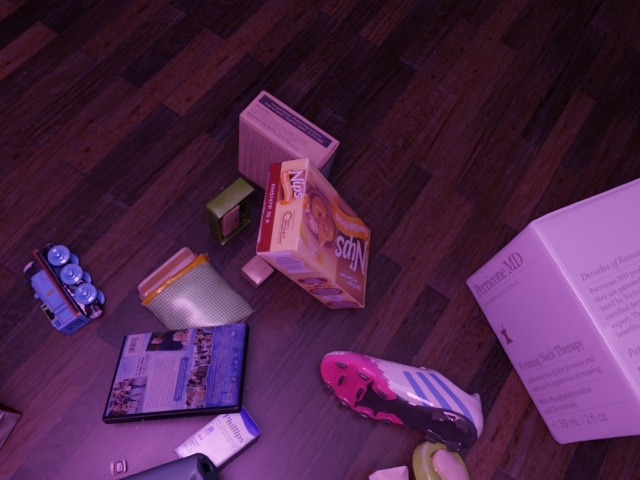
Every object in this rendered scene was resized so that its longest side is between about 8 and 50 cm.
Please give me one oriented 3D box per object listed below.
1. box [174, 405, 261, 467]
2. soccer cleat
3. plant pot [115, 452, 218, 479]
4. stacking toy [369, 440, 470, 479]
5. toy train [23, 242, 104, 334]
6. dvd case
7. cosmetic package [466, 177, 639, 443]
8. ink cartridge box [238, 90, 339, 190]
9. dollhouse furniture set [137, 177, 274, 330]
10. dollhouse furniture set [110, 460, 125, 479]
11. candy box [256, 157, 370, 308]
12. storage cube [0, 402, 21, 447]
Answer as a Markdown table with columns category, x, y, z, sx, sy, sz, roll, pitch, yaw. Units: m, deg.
| category | x | y | z | sx | sy | sz | roll | pitch | yaw |
| --- | --- | --- | --- | --- | --- | --- | --- | --- | --- |
| box | -0.183 | 0.367 | 1.041 | 0.137 | 0.126 | 0.072 | -34 | 75 | -21 |
| soccer cleat | 0.162 | 0.298 | 1.148 | 0.331 | 0.116 | 0.143 | 24 | 30 | 13 |
| plant pot | -0.282 | 0.492 | 0.822 | 0.334 | 0.341 | 0.341 | -22 | 72 | -6 |
| stacking toy | 0.254 | 0.471 | 0.991 | 0.309 | 0.130 | 0.279 | 1 | 54 | -49 |
| toy train | -0.506 | 0.092 | 1.131 | 0.105 | 0.080 | 0.184 | -37 | 78 | -15 |
| dvd case | -0.261 | 0.242 | 1.065 | 0.253 | 0.022 | 0.180 | -7 | 47 | 7 |
| cosmetic package | 0.570 | 0.142 | 1.146 | 0.328 | 0.329 | 0.393 | -21 | 71 | -16 |
| ink cartridge box | -0.075 | -0.176 | 1.225 | 0.193 | 0.234 | 0.088 | 35 | 67 | 5 |
| dollhouse furniture set | -0.201 | 0.059 | 1.152 | 0.197 | 0.151 | 0.301 | 43 | 68 | 9 |
| dollhouse furniture set | -0.312 | 0.427 | 1.018 | 0.114 | 0.081 | 0.091 | -7 | 69 | -12 |
| candy box | 0.000 | 0.000 | 1.126 | 0.088 | 0.316 | 0.182 | -4 | 64 | 25 |
| storage cube | -0.656 | 0.322 | 0.951 | 0.193 | 0.183 | 0.215 | 25 | 66 | 1 |
